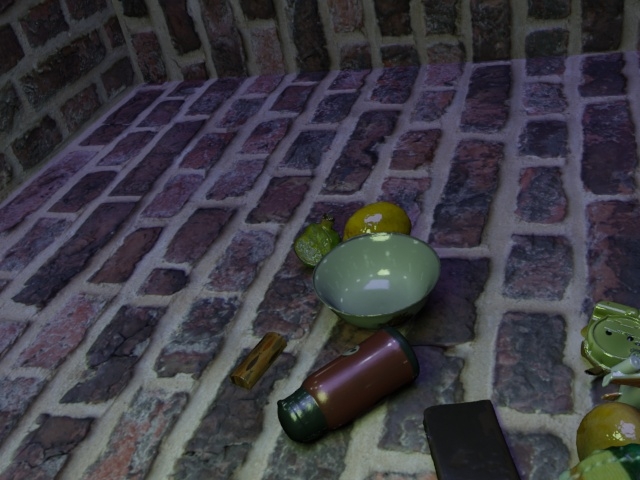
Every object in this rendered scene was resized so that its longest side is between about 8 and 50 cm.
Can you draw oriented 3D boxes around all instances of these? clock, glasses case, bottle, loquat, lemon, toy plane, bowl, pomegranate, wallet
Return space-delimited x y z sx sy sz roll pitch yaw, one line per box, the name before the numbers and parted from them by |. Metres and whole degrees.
clock | 0.679 0.245 1.532 0.170 0.069 0.232 17 45 29
glasses case | -0.161 0.305 1.748 0.064 0.041 0.170 12 42 32
bottle | 0.056 0.335 1.550 0.336 0.144 0.144 -28 37 -19
loquat | 0.574 0.390 1.272 0.149 0.204 0.172 7 67 -17
lemon | 0.167 -0.029 2.016 0.207 0.170 0.170 -22 35 -10
toy plane | 0.670 0.293 1.334 0.244 0.245 0.117 -3 52 14
bowl | 0.156 0.137 1.785 0.337 0.158 0.337 -9 35 6
pomegranate | 0.007 0.005 2.043 0.143 0.122 0.169 33 95 42
wallet | 0.313 0.456 1.378 0.165 0.042 0.309 -10 35 0

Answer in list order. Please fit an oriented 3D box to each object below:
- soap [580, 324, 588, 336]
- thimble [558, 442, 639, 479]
soap | 0.669 0.208 1.645 0.089 0.012 0.034 -30 39 -24
thimble | 0.537 0.463 1.107 0.288 0.254 0.167 5 36 19
